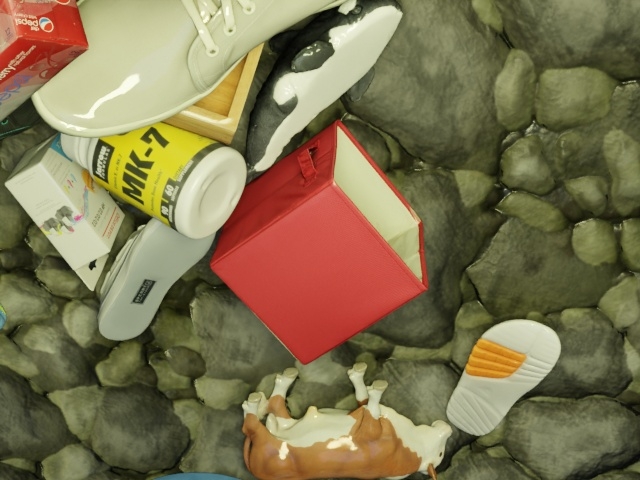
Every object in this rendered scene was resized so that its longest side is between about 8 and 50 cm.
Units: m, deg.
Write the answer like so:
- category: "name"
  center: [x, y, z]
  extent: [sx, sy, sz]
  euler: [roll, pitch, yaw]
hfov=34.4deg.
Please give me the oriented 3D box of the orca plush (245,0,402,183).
- category: "orca plush"
  center: [-0.024, -0.204, 1.265]
  extent: [0.151, 0.102, 0.287]
  euler: [-9, 144, -45]

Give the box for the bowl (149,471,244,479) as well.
- category: "bowl"
  center: [-0.189, 0.531, 1.648]
  extent: [0.391, 0.077, 0.391]
  euler: [1, 118, 1]

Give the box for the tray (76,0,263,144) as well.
- category: "tray"
  center: [-0.265, -0.271, 1.166]
  extent: [0.410, 0.076, 0.203]
  euler: [18, 78, -7]

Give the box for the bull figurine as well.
- category: "bull figurine"
  center: [0.034, 0.276, 1.492]
  extent: [0.310, 0.101, 0.188]
  euler: [-9, 114, 4]

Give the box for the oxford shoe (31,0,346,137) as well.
- category: "oxford shoe"
  center: [-0.108, -0.261, 1.092]
  extent: [0.449, 0.130, 0.169]
  euler: [-31, 90, -12]

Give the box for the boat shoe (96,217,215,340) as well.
- category: "boat shoe"
  center: [-0.228, 0.020, 1.370]
  extent: [0.095, 0.084, 0.258]
  euler: [22, 121, -37]

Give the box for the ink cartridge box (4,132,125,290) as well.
- category: "ink cartridge box"
  center: [-0.315, -0.037, 1.332]
  extent: [0.061, 0.104, 0.181]
  euler: [-27, 115, 16]

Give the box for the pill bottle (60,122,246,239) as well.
- category: "pill bottle"
  center: [-0.204, -0.097, 1.248]
  extent: [0.208, 0.119, 0.119]
  euler: [29, 120, 22]

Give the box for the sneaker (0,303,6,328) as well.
- category: "sneaker"
  center: [-0.526, 0.079, 1.423]
  extent: [0.188, 0.067, 0.078]
  euler: [40, 106, -21]

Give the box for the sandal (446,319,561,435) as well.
- category: "sandal"
  center: [0.250, 0.176, 1.452]
  extent: [0.102, 0.076, 0.265]
  euler: [29, 137, 3]

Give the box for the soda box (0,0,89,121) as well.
- category: "soda box"
  center: [-0.348, -0.175, 1.040]
  extent: [0.263, 0.083, 0.092]
  euler: [-28, 74, 38]

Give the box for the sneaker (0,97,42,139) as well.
- category: "sneaker"
  center: [-0.437, -0.144, 1.281]
  extent: [0.267, 0.106, 0.101]
  euler: [-28, 112, 14]

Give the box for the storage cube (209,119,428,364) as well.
- category: "storage cube"
  center: [0.000, 0.000, 1.298]
  extent: [0.193, 0.184, 0.215]
  euler: [-34, 112, 20]
